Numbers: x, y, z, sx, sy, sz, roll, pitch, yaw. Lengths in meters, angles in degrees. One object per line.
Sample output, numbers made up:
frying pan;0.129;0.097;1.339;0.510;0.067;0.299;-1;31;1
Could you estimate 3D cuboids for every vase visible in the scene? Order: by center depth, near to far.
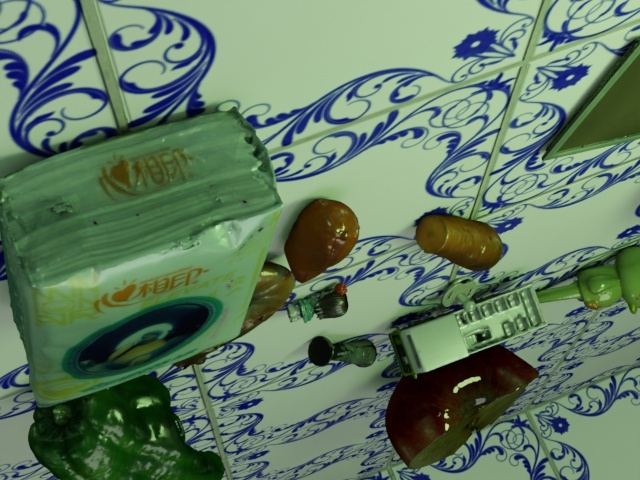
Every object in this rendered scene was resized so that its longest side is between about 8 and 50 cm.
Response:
vase;0.042;0.212;2.187;0.059;0.059;0.167;-33;158;24

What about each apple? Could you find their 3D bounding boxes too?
apple;0.314;0.375;2.574;0.329;0.295;0.365;4;163;8

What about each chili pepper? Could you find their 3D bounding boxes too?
chili pepper;-0.289;0.313;1.851;0.168;0.213;0.385;-12;155;26

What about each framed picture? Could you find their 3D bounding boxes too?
framed picture;0.469;-0.217;1.654;0.231;0.018;0.293;-13;157;-25

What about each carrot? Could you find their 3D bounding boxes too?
carrot;0.230;0.002;1.842;0.087;0.087;0.193;-33;156;22

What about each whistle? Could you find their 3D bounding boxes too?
whistle;0.612;0.107;2.440;0.294;0.141;0.141;-26;159;10

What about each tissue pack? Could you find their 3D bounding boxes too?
tissue pack;-0.215;0.032;1.324;0.287;0.162;0.388;-20;160;-20

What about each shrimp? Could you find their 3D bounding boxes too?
shrimp;-0.156;0.117;1.731;0.287;0.063;0.152;-40;152;30

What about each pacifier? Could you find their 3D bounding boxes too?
pacifier;0.272;0.106;2.168;0.083;0.064;0.068;-6;135;-40

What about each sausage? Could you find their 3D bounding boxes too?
sausage;0.000;0.000;1.599;0.089;0.089;0.179;-13;160;-26

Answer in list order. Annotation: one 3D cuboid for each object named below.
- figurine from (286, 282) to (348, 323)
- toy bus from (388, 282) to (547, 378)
figurine;-0.004;0.106;1.902;0.106;0.047;0.060;-15;123;-4
toy bus;0.293;0.172;2.248;0.302;0.113;0.139;-19;177;-13
